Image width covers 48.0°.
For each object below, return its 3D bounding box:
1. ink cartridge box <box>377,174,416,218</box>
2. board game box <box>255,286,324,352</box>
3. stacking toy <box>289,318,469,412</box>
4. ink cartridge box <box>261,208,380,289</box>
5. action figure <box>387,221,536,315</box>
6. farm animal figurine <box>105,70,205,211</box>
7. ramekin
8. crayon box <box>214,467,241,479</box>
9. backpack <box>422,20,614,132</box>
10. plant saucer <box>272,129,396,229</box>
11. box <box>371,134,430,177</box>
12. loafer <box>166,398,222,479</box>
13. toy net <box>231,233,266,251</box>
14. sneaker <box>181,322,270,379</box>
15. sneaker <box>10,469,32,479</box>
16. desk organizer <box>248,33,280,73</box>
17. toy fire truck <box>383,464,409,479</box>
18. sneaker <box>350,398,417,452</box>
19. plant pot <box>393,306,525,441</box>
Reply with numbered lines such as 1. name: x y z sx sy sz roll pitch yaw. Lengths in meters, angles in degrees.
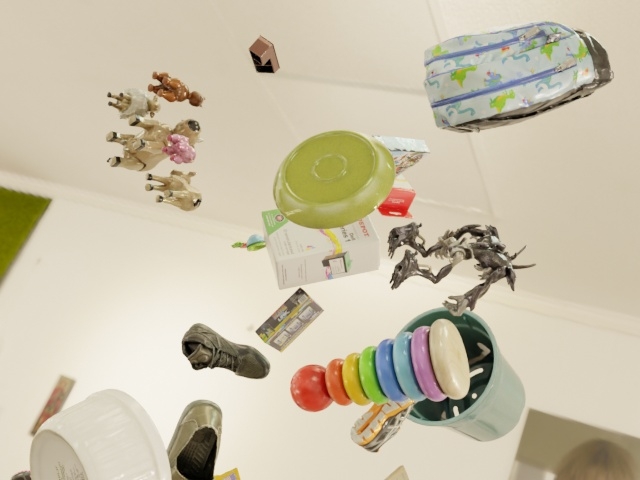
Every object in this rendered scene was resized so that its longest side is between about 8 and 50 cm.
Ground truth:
1. ink cartridge box: 0.223 -0.171 2.383 0.134 0.078 0.231 3 36 -28
2. board game box: -0.081 0.216 1.939 0.048 0.170 0.141 45 -4 24
3. stacking toy: 0.092 0.243 1.300 0.331 0.141 0.141 -16 -35 21
4. ink cartridge box: 0.000 0.000 1.912 0.278 0.201 0.117 -11 -45 -10
5. action figure: 0.257 0.042 1.349 0.276 0.164 0.141 7 -38 -21
6. farm animal figurine: -0.376 -0.227 1.753 0.327 0.330 0.172 -3 -7 39
7. ramekin: -0.316 0.322 1.005 0.207 0.207 0.109 7 12 40
8. crayon box: -0.315 0.684 1.670 0.323 0.203 0.083 -11 -9 -42
9. backpack: 0.389 -0.351 1.548 0.273 0.356 0.290 62 -19 -19
10. plant saucer: 0.020 -0.128 1.352 0.241 0.240 0.037 14 -31 26
11. box: 0.153 -0.202 1.827 0.159 0.044 0.233 -35 -19 36
12. loafer: -0.223 0.385 1.160 0.095 0.251 0.087 16 1 -15
13. toy net: -0.179 0.015 2.340 0.122 0.045 0.232 -26 -15 31
14. sneaker: -0.235 0.285 1.723 0.228 0.087 0.130 28 17 2
15. sneaker: -0.732 0.626 1.837 0.119 0.047 0.057 20 20 -27
16. desk organizer: -0.148 -0.480 1.893 0.047 0.050 0.130 38 -9 13
17. toy fire truck: 0.118 0.666 1.710 0.158 0.247 0.216 -114 -177 -71
18. sneaker: 0.165 0.408 1.684 0.083 0.215 0.084 54 -10 -33
19. plant pot: 0.411 0.408 2.060 0.341 0.341 0.334 6 -23 41
